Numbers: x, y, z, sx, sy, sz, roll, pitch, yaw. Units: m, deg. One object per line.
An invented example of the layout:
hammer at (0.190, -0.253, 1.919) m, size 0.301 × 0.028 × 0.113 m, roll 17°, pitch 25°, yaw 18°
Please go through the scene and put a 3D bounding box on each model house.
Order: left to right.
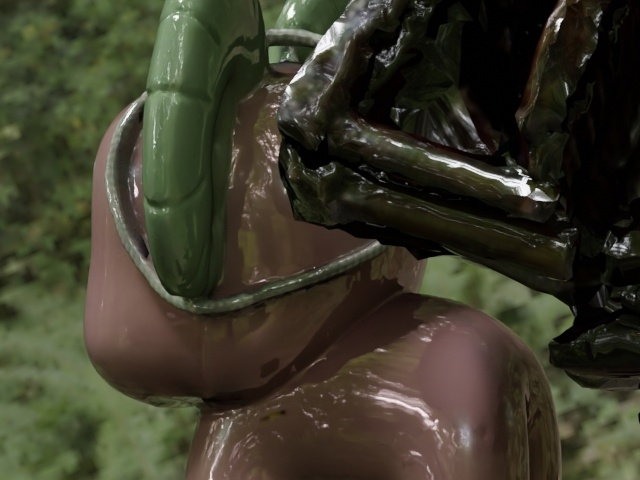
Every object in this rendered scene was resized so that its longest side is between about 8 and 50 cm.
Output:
model house at (0.199, -0.052, 0.754) m, size 0.282 × 0.297 × 0.317 m, roll 30°, pitch 2°, yaw 23°

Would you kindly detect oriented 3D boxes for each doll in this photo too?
doll at (0.000, 0.000, 0.923) m, size 0.216 × 0.268 × 0.284 m, roll 0°, pitch 5°, yaw 19°
